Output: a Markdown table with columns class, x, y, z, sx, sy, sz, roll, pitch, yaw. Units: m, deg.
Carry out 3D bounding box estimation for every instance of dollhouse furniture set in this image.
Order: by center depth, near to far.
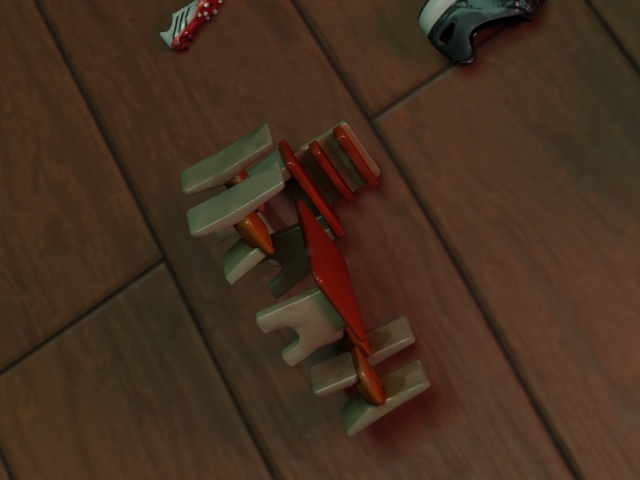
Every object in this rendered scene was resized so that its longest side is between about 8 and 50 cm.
| class | x | y | z | sx | sy | sz | roll | pitch | yaw |
| --- | --- | --- | --- | --- | --- | --- | --- | --- | --- |
| dollhouse furniture set | 0.000 | 0.000 | 1.577 | 0.135 | 0.262 | 0.259 | -31 | 29 | 9 |

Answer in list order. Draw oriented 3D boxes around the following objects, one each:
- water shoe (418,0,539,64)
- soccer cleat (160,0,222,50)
| class | x | y | z | sx | sy | sz | roll | pitch | yaw |
| --- | --- | --- | --- | --- | --- | --- | --- | --- | --- |
| water shoe | 0.192 | -0.253 | 1.692 | 0.203 | 0.073 | 0.080 | -40 | 81 | 10 |
| soccer cleat | -0.139 | -0.242 | 1.854 | 0.035 | 0.029 | 0.083 | 38 | 94 | 27 |
